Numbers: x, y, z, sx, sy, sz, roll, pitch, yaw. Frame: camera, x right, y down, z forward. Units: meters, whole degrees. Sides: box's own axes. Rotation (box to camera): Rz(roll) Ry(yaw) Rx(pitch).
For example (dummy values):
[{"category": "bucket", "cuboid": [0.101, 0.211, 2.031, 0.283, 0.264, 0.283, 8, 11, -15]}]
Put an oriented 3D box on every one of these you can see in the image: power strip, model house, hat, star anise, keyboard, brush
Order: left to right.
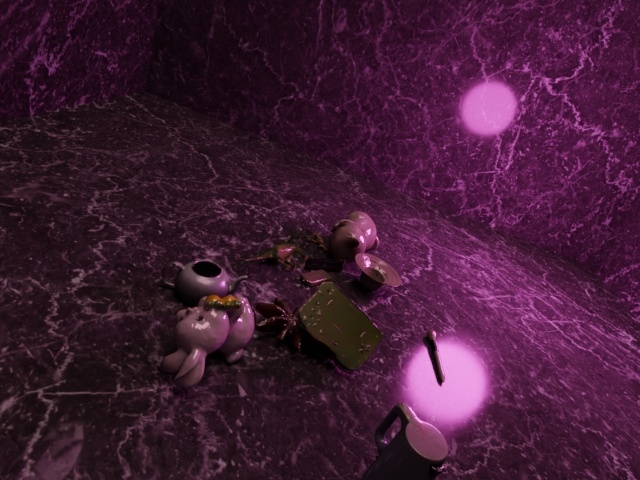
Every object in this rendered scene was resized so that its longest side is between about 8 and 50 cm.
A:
[{"category": "star anise", "cuboid": [-0.114, 0.303, 1.573, 0.288, 0.088, 0.288, 28, 19, -11]}, {"category": "power strip", "cuboid": [-0.025, 0.169, 1.974, 0.076, 0.028, 0.169, 39, 29, 31]}, {"category": "keyboard", "cuboid": [0.019, 0.114, 2.078, 0.205, 0.061, 0.013, 7, 10, -28]}, {"category": "model house", "cuboid": [0.043, 0.318, 1.586, 0.294, 0.154, 0.207, 46, 60, -2]}, {"category": "hat", "cuboid": [0.249, 0.177, 2.078, 0.252, 0.110, 0.252, 24, 25, -12]}, {"category": "brush", "cuboid": [0.477, 0.465, 1.784, 0.042, 0.039, 0.299, 19, 27, -8]}]

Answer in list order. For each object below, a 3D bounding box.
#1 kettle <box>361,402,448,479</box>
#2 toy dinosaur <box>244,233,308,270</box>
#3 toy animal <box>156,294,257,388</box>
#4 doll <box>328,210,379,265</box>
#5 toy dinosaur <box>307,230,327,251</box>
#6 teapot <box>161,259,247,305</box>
[{"category": "kettle", "cuboid": [0.212, 0.567, 1.140, 0.160, 0.243, 0.210, 8, 27, -26]}, {"category": "toy dinosaur", "cuboid": [-0.202, 0.027, 2.052, 0.447, 0.087, 0.301, 4, 29, -41]}, {"category": "toy animal", "cuboid": [-0.332, 0.276, 1.310, 0.183, 0.247, 0.310, 12, 6, 19]}, {"category": "doll", "cuboid": [0.167, -0.016, 2.277, 0.226, 0.215, 0.370, 46, 29, 11]}, {"category": "toy dinosaur", "cuboid": [0.000, 0.000, 2.322, 0.126, 0.039, 0.162, 35, 22, 5]}, {"category": "teapot", "cuboid": [-0.424, 0.146, 1.588, 0.295, 0.129, 0.193, 16, 25, -13]}]
